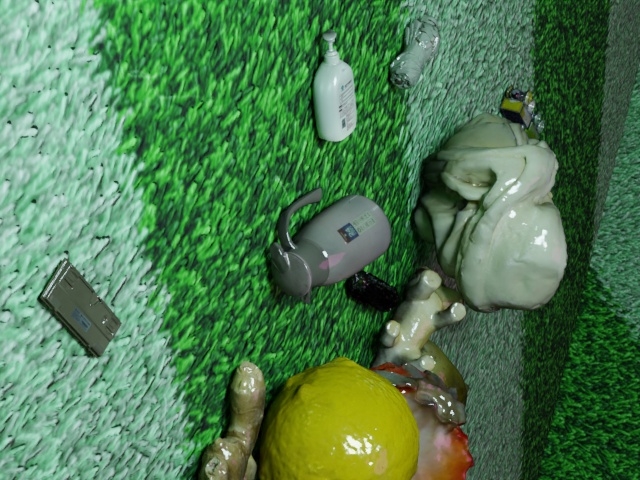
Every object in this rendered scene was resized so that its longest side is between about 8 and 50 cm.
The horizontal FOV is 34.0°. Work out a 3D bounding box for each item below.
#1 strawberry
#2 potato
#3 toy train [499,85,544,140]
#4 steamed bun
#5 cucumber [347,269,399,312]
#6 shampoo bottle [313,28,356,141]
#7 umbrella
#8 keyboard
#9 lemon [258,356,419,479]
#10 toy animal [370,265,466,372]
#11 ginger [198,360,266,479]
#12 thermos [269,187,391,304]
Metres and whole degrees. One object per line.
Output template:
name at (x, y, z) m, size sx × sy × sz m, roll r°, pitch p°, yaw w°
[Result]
strawberry at (0.090, 0.356, 1.727) m, size 0.336 × 0.265 × 0.149 m, roll -58°, pitch -160°, yaw 7°
potato at (0.229, 0.300, 2.060) m, size 0.272 × 0.111 × 0.160 m, roll 63°, pitch 44°, yaw -55°
toy train at (0.441, -0.267, 2.295) m, size 0.081 × 0.060 × 0.202 m, roll -66°, pitch 152°, yaw -10°
steamed bun at (0.291, -0.047, 1.853) m, size 0.339 × 0.247 × 0.352 m, roll -95°, pitch -177°, yaw -81°
cucumber at (0.085, 0.081, 1.726) m, size 0.181 × 0.053 × 0.053 m, roll 34°, pitch 71°, yaw -62°
shampoo bottle at (0.018, -0.216, 1.446) m, size 0.077 × 0.045 × 0.152 m, roll -49°, pitch 145°, yaw -43°
umbrella at (0.153, -0.305, 1.682) m, size 0.067 × 0.062 × 0.143 m, roll 39°, pitch 63°, yaw -29°
keyboard at (-0.244, 0.071, 1.071) m, size 0.049 × 0.015 × 0.129 m, roll -60°, pitch 150°, yaw -23°
lemon at (0.025, 0.292, 1.481) m, size 0.288 × 0.233 × 0.234 m, roll -52°, pitch 147°, yaw -65°
toy animal at (0.178, 0.140, 1.848) m, size 0.233 × 0.121 × 0.168 m, roll -53°, pitch -175°, yaw -30°
ginger at (-0.116, 0.268, 1.377) m, size 0.133 × 0.059 × 0.214 m, roll -5°, pitch 107°, yaw -69°
thermos at (0.000, 0.000, 1.469) m, size 0.193 × 0.105 × 0.137 m, roll -33°, pitch 105°, yaw -48°
